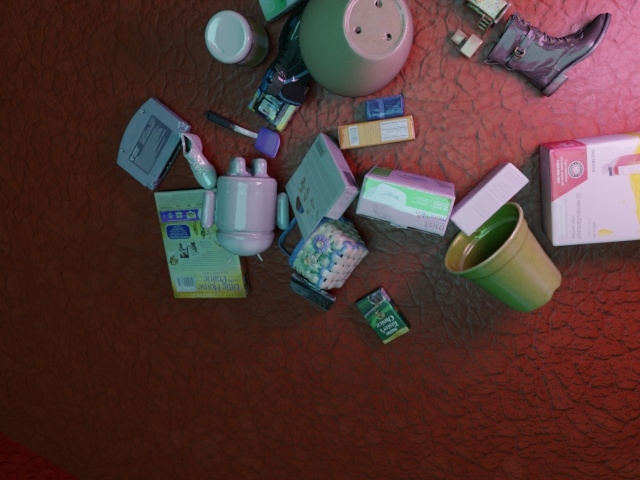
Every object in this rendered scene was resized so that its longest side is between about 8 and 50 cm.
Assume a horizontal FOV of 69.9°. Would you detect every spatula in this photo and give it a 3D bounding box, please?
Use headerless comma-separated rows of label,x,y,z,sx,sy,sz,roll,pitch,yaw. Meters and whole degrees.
spatula,-0.270,-0.378,1.567,0.296,0.030,0.084,26,110,7

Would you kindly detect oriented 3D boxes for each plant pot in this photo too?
plant pot,0.561,0.070,1.369,0.254,0.276,0.276,41,112,-12

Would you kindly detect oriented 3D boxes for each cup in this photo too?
cup,0.117,-0.562,1.237,0.331,0.237,0.331,-3,106,-9

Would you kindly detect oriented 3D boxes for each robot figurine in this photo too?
robot figurine,-0.249,-0.100,1.537,0.300,0.200,0.353,0,99,-16

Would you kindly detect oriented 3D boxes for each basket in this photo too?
basket,0.000,0.000,1.528,0.289,0.201,0.255,48,115,35

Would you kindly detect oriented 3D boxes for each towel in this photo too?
towel,0.199,-0.411,1.423,0.119,0.029,0.067,-4,93,16

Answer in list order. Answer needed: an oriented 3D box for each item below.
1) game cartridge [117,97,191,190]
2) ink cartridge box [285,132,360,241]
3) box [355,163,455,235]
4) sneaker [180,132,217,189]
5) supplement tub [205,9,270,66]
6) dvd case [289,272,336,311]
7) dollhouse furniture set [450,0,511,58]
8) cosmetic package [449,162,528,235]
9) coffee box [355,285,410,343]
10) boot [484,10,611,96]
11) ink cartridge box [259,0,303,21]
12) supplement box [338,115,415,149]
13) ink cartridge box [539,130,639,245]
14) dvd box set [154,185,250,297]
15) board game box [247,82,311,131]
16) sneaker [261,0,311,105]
game cartridge,-0.613,-0.354,1.658,0.196,0.060,0.294,38,112,-2
ink cartridge box,-0.003,-0.165,1.448,0.060,0.275,0.239,12,130,-33
box,0.261,-0.126,1.389,0.262,0.231,0.127,16,110,11
sneaker,-0.432,-0.275,1.585,0.080,0.094,0.212,-27,86,8
supplement tub,-0.246,-0.610,1.401,0.144,0.200,0.144,4,106,14
dvd case,-0.032,0.183,1.586,0.164,0.221,0.018,31,73,5
dollhouse furniture set,0.397,-0.632,1.271,0.182,0.101,0.161,39,112,2
cosmetic package,0.493,-0.125,1.370,0.085,0.117,0.231,43,104,0
coffee box,0.221,0.264,1.616,0.113,0.040,0.184,-34,95,21
boot,0.611,-0.547,1.244,0.229,0.091,0.263,38,114,2
ink cartridge box,-0.129,-0.801,1.355,0.181,0.056,0.225,-10,107,45
supplement box,0.177,-0.336,1.432,0.233,0.078,0.080,-3,102,15
ink cartridge box,0.830,-0.150,1.263,0.384,0.160,0.279,-5,104,17
dvd box set,-0.438,0.012,1.712,0.307,0.062,0.420,-3,105,16
board game box,-0.135,-0.467,1.495,0.141,0.048,0.170,37,111,0
sneaker,-0.058,-0.579,1.398,0.139,0.125,0.341,24,92,-28
